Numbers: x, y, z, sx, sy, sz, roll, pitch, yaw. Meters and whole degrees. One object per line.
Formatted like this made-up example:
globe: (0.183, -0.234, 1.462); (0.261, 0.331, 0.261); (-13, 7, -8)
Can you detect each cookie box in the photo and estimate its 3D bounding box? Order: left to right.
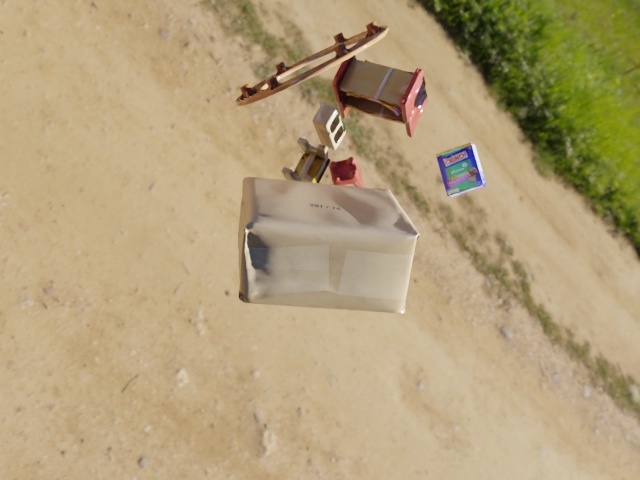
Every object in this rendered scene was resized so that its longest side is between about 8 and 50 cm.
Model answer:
cookie box: (0.334, -0.168, 1.874); (0.040, 0.091, 0.107); (4, 70, -66)

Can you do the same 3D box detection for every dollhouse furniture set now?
dollhouse furniture set: (0.091, -0.253, 1.895); (0.374, 0.201, 0.152); (-63, 159, -15)

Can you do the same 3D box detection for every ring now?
ring: (-0.023, -0.354, 1.557); (0.336, 0.336, 0.032); (-47, 116, -49)

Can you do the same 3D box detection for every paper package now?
paper package: (0.000, 0.000, 1.561); (0.324, 0.168, 0.309); (4, 21, -9)
